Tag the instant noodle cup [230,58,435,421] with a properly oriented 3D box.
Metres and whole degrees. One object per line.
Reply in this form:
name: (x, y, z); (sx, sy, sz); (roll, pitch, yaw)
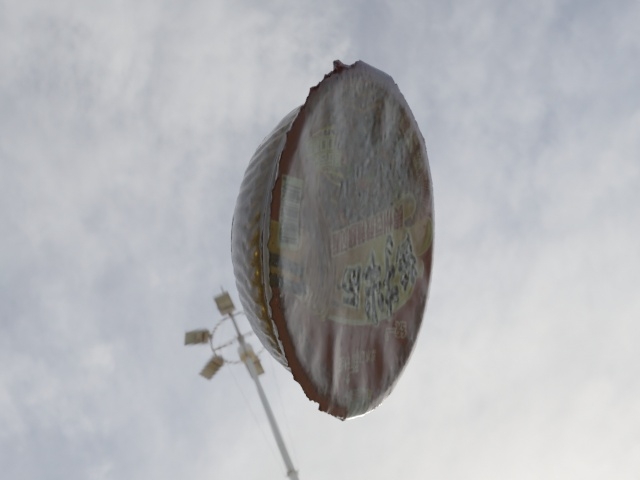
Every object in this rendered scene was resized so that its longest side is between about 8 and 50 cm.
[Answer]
instant noodle cup: (0.000, 0.000, 0.621); (0.274, 0.090, 0.274); (-7, -82, -60)
